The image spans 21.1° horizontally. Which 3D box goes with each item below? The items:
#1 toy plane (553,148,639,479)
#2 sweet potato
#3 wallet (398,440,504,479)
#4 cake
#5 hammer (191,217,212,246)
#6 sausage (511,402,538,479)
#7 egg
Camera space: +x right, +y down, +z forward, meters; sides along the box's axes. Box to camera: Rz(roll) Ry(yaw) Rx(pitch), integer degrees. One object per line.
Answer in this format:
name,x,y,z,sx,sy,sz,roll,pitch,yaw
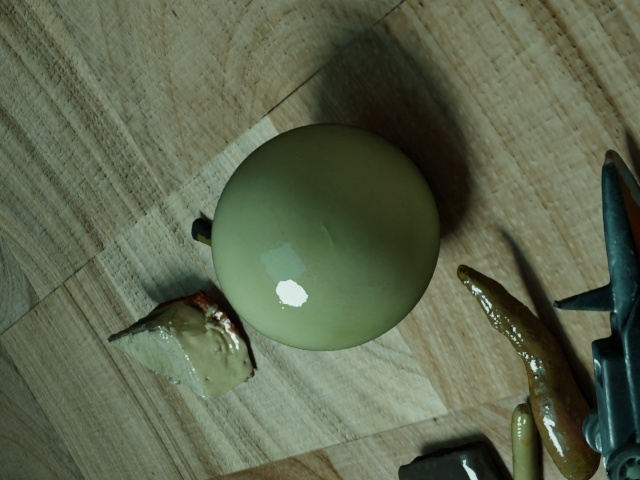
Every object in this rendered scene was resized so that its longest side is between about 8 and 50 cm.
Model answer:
toy plane,0.231,0.095,1.236,0.223,0.104,0.326,-102,-9,-77
sweet potato,0.178,0.106,1.406,0.050,0.050,0.214,-4,116,63
wallet,0.188,0.336,1.663,0.309,0.042,0.165,58,152,-2
cake,-0.178,0.097,2.011,0.220,0.086,0.117,29,143,46
hammer,-0.077,0.017,1.813,0.201,0.021,0.078,23,138,52
sausage,0.182,0.194,1.532,0.024,0.024,0.132,37,149,39
egg,0.000,0.000,1.452,0.188,0.188,0.254,59,160,-1
